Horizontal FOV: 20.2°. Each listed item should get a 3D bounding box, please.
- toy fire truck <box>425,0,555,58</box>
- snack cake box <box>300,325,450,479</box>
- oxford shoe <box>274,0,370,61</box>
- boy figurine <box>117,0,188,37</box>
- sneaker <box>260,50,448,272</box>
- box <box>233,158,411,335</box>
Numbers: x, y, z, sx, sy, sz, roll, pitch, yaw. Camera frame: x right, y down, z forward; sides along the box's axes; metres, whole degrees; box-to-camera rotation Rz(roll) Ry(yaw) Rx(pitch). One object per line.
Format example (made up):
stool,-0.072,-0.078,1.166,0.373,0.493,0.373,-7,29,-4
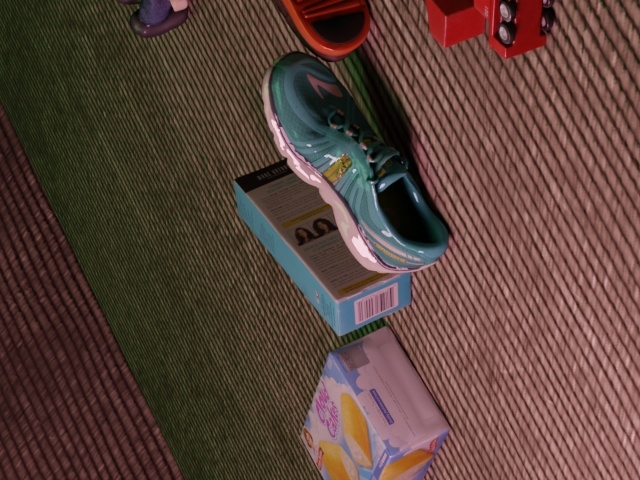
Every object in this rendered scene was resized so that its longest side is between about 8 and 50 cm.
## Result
toy fire truck,0.146,-0.230,1.549,0.135,0.047,0.192,51,154,40
snack cake box,0.062,0.236,2.211,0.152,0.089,0.264,58,158,21
oxford shoe,-0.043,-0.307,1.883,0.271,0.097,0.098,65,166,4
boy figurine,-0.210,-0.377,2.230,0.177,0.092,0.285,59,158,21
sneaker,0.044,-0.087,1.880,0.275,0.107,0.110,53,153,-14
box,0.000,0.000,2.092,0.244,0.101,0.060,50,155,40
